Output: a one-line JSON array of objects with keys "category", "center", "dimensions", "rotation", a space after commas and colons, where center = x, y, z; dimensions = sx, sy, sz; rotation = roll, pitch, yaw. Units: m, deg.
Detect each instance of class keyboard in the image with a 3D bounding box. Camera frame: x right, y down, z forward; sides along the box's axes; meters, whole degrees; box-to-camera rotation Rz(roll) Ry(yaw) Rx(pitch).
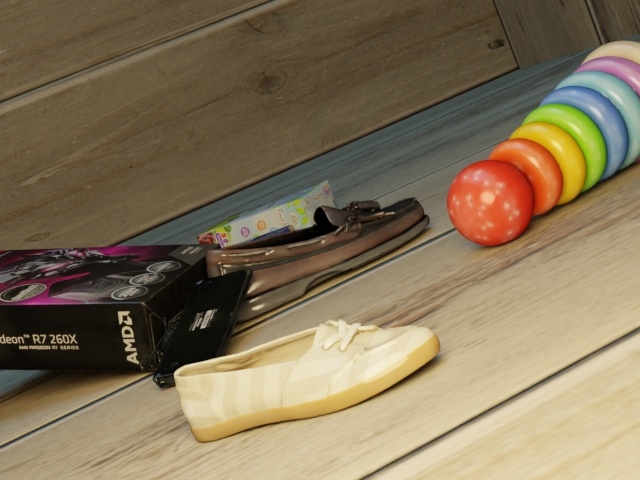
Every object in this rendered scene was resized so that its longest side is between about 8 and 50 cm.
[{"category": "keyboard", "center": [-0.130, 0.102, 1.112], "dimensions": [0.100, 0.038, 0.192], "rotation": [-13, 26, 17]}]

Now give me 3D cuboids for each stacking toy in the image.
[{"category": "stacking toy", "center": [0.263, -0.098, 1.115], "dimensions": [0.330, 0.141, 0.141], "rotation": [-35, 13, -34]}]

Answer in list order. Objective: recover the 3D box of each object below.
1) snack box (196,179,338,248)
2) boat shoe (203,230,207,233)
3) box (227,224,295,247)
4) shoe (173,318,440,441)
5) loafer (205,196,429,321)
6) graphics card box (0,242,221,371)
[{"category": "snack box", "center": [-0.089, -0.030, 1.804], "dimensions": [0.207, 0.070, 0.174], "rotation": [-18, 8, 19]}, {"category": "boat shoe", "center": [-0.166, -0.011, 1.986], "dimensions": [0.142, 0.049, 0.040], "rotation": [-15, -29, 16]}, {"category": "box", "center": [-0.141, 0.039, 1.603], "dimensions": [0.136, 0.036, 0.225], "rotation": [-19, 8, 29]}, {"category": "shoe", "center": [-0.016, 0.099, 0.781], "dimensions": [0.219, 0.058, 0.076], "rotation": [-20, 8, 20]}, {"category": "loafer", "center": [0.000, 0.000, 1.258], "dimensions": [0.303, 0.095, 0.109], "rotation": [-26, 7, -23]}, {"category": "graphics card box", "center": [-0.328, 0.081, 1.286], "dimensions": [0.371, 0.094, 0.233], "rotation": [-1, 16, 19]}]
